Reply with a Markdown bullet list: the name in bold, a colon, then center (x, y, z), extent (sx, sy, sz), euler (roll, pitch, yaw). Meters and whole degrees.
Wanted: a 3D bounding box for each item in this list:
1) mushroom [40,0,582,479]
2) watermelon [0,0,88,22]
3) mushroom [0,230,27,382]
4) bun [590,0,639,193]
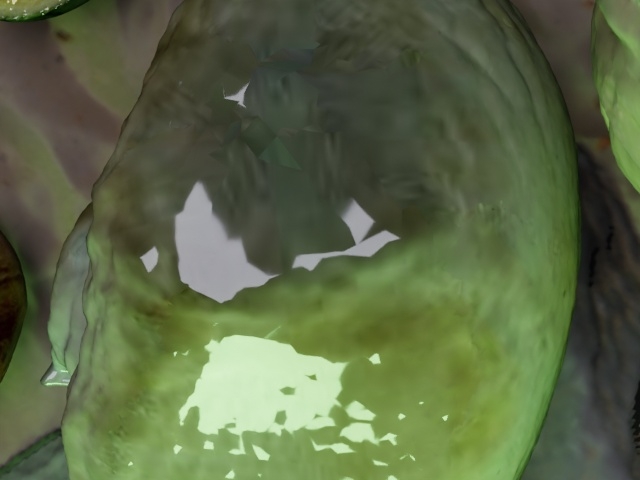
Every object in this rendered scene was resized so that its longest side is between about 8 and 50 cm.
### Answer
- **mushroom**: center (0.006, 0.006, 0.578), extent (0.189, 0.164, 0.267), euler (25, 77, 8)
- **watermelon**: center (-0.119, -0.141, 0.682), extent (0.105, 0.062, 0.106), euler (-2, 84, 19)
- **mushroom**: center (-0.179, 0.011, 0.681), extent (0.088, 0.073, 0.129), euler (-26, 117, 24)
- **bun**: center (0.180, -0.089, 0.538), extent (0.153, 0.244, 0.244), euler (24, 94, 31)
